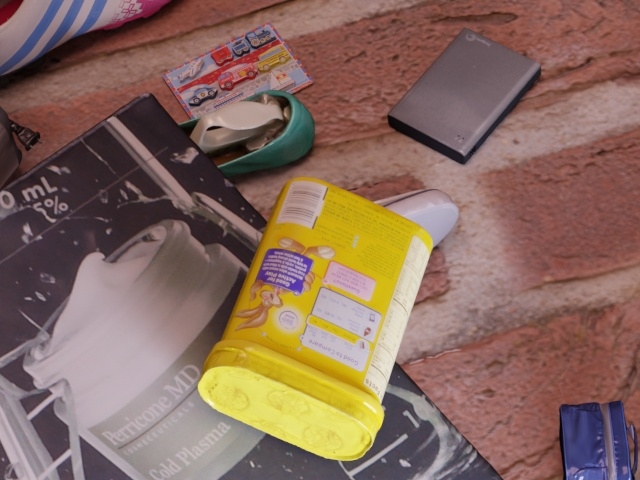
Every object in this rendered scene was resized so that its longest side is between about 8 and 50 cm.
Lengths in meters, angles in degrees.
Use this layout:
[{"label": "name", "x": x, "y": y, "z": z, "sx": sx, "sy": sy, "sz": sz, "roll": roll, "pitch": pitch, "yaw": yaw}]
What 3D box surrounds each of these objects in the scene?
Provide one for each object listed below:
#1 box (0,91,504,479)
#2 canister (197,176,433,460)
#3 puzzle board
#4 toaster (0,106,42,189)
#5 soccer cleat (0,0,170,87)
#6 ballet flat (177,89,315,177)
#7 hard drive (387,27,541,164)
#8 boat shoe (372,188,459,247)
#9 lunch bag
[{"label": "box", "x": -0.170, "y": 0.238, "z": 1.431, "sx": 0.480, "sy": 0.297, "sz": 0.472, "roll": -38, "pitch": 78, "yaw": -27}, {"label": "canister", "x": 0.001, "y": 0.051, "z": 1.362, "sx": 0.126, "sy": 0.073, "sz": 0.170, "roll": 25, "pitch": 57, "yaw": -6}, {"label": "puzzle board", "x": -0.085, "y": -0.166, "z": 1.993, "sx": 0.128, "sy": 0.011, "sz": 0.096, "roll": -28, "pitch": 56, "yaw": -11}, {"label": "toaster", "x": -0.398, "y": -0.077, "z": 1.902, "sx": 0.227, "sy": 0.129, "sz": 0.146, "roll": 22, "pitch": 65, "yaw": 16}, {"label": "soccer cleat", "x": -0.249, "y": -0.280, "z": 2.012, "sx": 0.331, "sy": 0.143, "sz": 0.116, "roll": -33, "pitch": 58, "yaw": -16}, {"label": "ballet flat", "x": -0.126, "y": -0.092, "z": 1.899, "sx": 0.247, "sy": 0.087, "sz": 0.083, "roll": -19, "pitch": 55, "yaw": -6}, {"label": "hard drive", "x": 0.144, "y": -0.145, "z": 1.942, "sx": 0.094, "sy": 0.022, "sz": 0.135, "roll": 29, "pitch": 63, "yaw": 25}, {"label": "boat shoe", "x": 0.000, "y": 0.000, "z": 1.815, "sx": 0.258, "sy": 0.095, "sz": 0.084, "roll": -22, "pitch": 60, "yaw": -10}, {"label": "lunch bag", "x": 0.240, "y": 0.183, "z": 1.673, "sx": 0.065, "sy": 0.067, "sz": 0.098, "roll": -3, "pitch": 54, "yaw": 5}]
